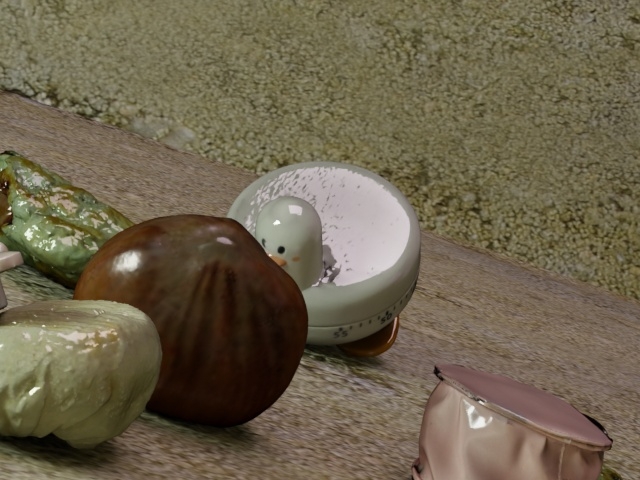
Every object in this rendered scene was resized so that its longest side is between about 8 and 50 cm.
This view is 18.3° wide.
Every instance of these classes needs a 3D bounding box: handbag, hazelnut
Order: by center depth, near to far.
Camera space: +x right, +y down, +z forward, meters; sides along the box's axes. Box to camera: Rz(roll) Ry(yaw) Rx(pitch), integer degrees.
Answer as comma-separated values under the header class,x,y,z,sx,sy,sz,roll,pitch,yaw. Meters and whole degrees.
class,x,y,z,sx,sy,sz,roll,pitch,yaw
hazelnut,-0.111,0.060,1.758,0.210,0.210,0.186,20,12,-2
handbag,0.172,0.198,1.795,0.179,0.116,0.205,18,8,-16

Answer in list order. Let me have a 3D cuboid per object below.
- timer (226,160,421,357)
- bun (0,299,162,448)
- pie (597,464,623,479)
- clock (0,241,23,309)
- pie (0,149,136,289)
class,x,y,z,sx,sy,sz,roll,pitch,yaw
timer,0.000,0.000,2.264,0.233,0.240,0.233,0,47,0
bun,-0.207,0.107,1.548,0.164,0.111,0.188,3,8,8
pie,0.283,0.244,2.106,0.085,0.017,0.085,20,9,-3
clock,-0.319,0.051,1.531,0.229,0.063,0.155,-13,4,27
pie,-0.257,-0.003,2.150,0.274,0.105,0.257,27,1,37
